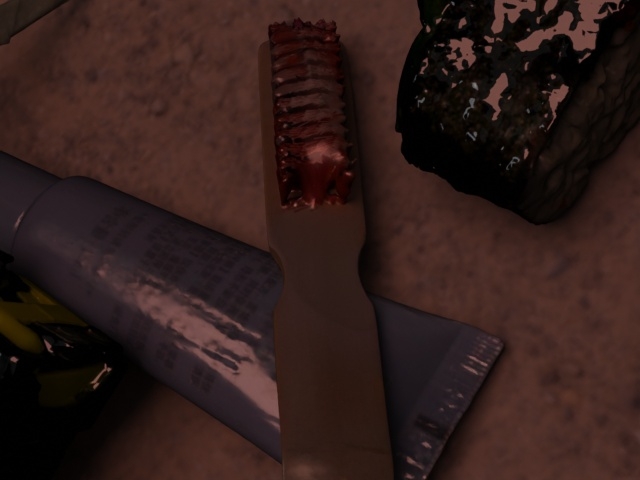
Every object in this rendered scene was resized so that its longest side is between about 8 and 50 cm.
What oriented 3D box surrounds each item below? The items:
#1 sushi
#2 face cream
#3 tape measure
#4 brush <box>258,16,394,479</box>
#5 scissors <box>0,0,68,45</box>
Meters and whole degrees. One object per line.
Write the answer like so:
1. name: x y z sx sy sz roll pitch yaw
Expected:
1. sushi: 0.132 -0.126 0.711 0.127 0.124 0.225 33 95 26
2. face cream: -0.088 0.037 0.779 0.385 0.086 0.135 25 69 22
3. tape measure: -0.223 0.093 0.756 0.186 0.112 0.199 33 99 26
4. brush: 0.000 0.000 0.728 0.060 0.050 0.321 -2 60 -5
5. scissors: -0.284 -0.087 0.811 0.029 0.256 0.383 19 59 39
